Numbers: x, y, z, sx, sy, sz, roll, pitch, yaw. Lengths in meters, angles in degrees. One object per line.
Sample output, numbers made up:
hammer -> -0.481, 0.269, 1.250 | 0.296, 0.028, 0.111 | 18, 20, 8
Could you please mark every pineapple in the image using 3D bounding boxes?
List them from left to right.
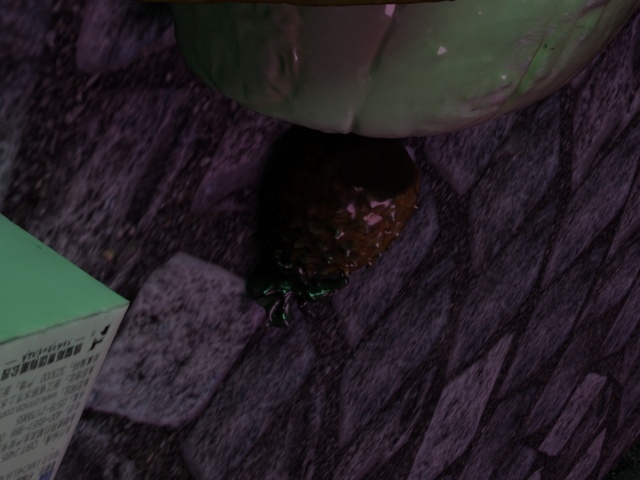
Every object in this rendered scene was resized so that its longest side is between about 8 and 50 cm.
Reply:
pineapple -> 0.000, 0.000, 1.320 | 0.108, 0.108, 0.197 | -33, 162, -47

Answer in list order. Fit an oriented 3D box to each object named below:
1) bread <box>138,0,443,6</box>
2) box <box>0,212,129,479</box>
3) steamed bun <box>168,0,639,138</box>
bread -> -0.007, -0.274, 0.753 | 0.277, 0.167, 0.324 | -1, 124, -18
box -> -0.249, 0.111, 0.891 | 0.274, 0.116, 0.203 | -19, 137, -59
steamed bun -> 0.103, -0.206, 1.051 | 0.383, 0.236, 0.247 | -35, 151, -44
